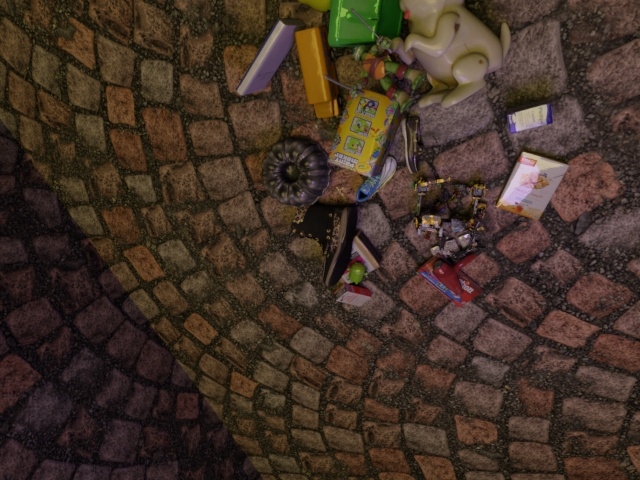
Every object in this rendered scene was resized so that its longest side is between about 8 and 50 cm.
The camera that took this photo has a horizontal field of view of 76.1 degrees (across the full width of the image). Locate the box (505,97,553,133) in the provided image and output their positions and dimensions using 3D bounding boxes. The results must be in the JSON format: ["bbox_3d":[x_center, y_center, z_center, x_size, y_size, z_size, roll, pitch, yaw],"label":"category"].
[{"bbox_3d":[0.736,-0.441,1.447,0.137,0.126,0.072,-10,111,26],"label":"box"}]

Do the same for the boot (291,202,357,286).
[{"bbox_3d":[0.000,0.000,1.904,0.284,0.138,0.377,18,101,29],"label":"boot"}]

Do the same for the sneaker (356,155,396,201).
[{"bbox_3d":[0.234,-0.249,1.750,0.091,0.126,0.240,37,124,0],"label":"sneaker"}]

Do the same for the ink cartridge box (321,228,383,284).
[{"bbox_3d":[0.154,0.086,1.988,0.235,0.088,0.193,-34,100,31],"label":"ink cartridge box"}]

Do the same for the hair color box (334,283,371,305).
[{"bbox_3d":[0.163,0.274,2.055,0.167,0.053,0.093,17,132,-35],"label":"hair color box"}]

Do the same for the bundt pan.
[{"bbox_3d":[-0.124,-0.301,1.818,0.331,0.124,0.330,4,103,18],"label":"bundt pan"}]

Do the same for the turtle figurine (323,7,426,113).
[{"bbox_3d":[0.174,-0.526,1.290,0.266,0.275,0.197,39,106,12],"label":"turtle figurine"}]

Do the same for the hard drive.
[{"bbox_3d":[-0.197,-0.723,1.614,0.040,0.210,0.319,43,124,-4],"label":"hard drive"}]

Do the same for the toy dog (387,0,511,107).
[{"bbox_3d":[0.417,-0.691,1.333,0.396,0.284,0.407,-29,111,10],"label":"toy dog"}]

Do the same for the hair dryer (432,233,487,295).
[{"bbox_3d":[0.603,0.112,1.780,0.224,0.080,0.293,2,113,4],"label":"hair dryer"}]

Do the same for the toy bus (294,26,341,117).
[{"bbox_3d":[-0.003,-0.656,1.622,0.108,0.130,0.332,-1,116,22],"label":"toy bus"}]

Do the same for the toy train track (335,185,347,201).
[{"bbox_3d":[0.096,-0.214,1.892,0.048,0.014,0.083,-29,104,32],"label":"toy train track"}]

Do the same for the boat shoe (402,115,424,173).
[{"bbox_3d":[0.379,-0.382,1.648,0.069,0.081,0.227,-2,113,27],"label":"boat shoe"}]

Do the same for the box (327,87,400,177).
[{"bbox_3d":[0.181,-0.400,1.552,0.177,0.290,0.279,22,105,10],"label":"box"}]

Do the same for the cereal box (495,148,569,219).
[{"bbox_3d":[0.814,-0.214,1.586,0.173,0.047,0.240,20,122,11],"label":"cereal box"}]

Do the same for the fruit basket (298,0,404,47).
[{"bbox_3d":[0.094,-0.862,1.402,0.392,0.283,0.391,20,122,36],"label":"fruit basket"}]

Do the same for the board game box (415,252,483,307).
[{"bbox_3d":[0.593,0.186,1.885,0.281,0.027,0.145,38,123,-9],"label":"board game box"}]

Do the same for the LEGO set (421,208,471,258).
[{"bbox_3d":[0.544,-0.040,1.802,0.183,0.060,0.244,-26,112,25],"label":"LEGO set"}]

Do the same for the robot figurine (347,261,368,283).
[{"bbox_3d":[0.172,0.150,1.918,0.101,0.067,0.115,14,127,2],"label":"robot figurine"}]

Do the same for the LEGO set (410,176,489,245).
[{"bbox_3d":[0.511,-0.125,1.626,0.332,0.192,0.254,12,111,4],"label":"LEGO set"}]
